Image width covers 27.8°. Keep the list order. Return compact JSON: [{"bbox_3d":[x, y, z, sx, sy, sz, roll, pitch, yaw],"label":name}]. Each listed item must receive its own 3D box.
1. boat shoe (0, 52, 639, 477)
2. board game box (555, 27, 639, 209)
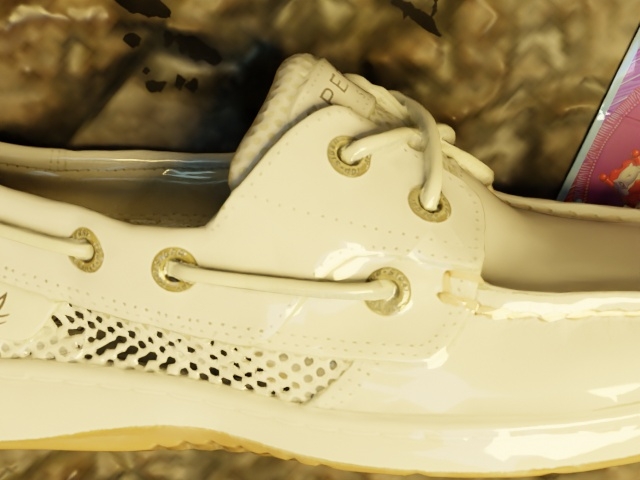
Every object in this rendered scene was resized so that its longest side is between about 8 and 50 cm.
[{"bbox_3d":[0.000,0.000,0.337,0.277,0.098,0.096,-2,104,4],"label":"boat shoe"},{"bbox_3d":[0.147,-0.013,0.390,0.133,0.033,0.168,17,114,-14],"label":"board game box"}]
